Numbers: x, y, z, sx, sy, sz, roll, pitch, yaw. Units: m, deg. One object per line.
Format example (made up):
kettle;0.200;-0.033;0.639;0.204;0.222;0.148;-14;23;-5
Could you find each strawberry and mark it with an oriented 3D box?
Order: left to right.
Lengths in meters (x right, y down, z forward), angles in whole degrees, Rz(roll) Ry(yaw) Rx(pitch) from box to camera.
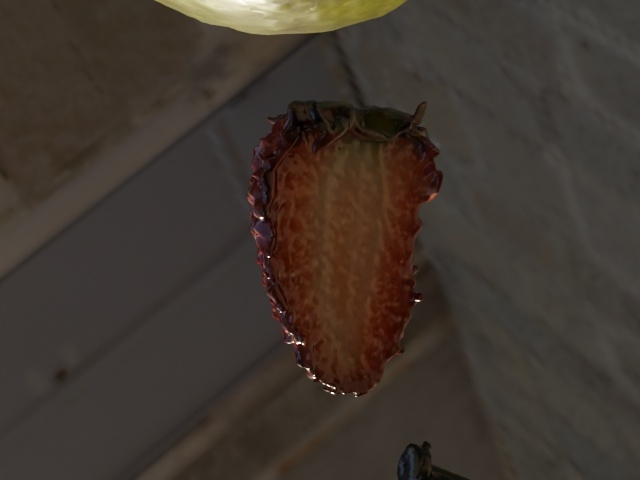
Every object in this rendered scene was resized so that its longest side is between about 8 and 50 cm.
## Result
strawberry;-0.003;-0.003;1.213;0.167;0.208;0.087;3;-166;-45

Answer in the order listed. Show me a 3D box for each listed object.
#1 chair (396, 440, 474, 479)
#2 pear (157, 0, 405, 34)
chair;0.222;0.389;1.013;0.410;0.364;0.362;12;-158;-25
pear;-0.026;-0.292;0.874;0.352;0.352;0.413;41;151;36
